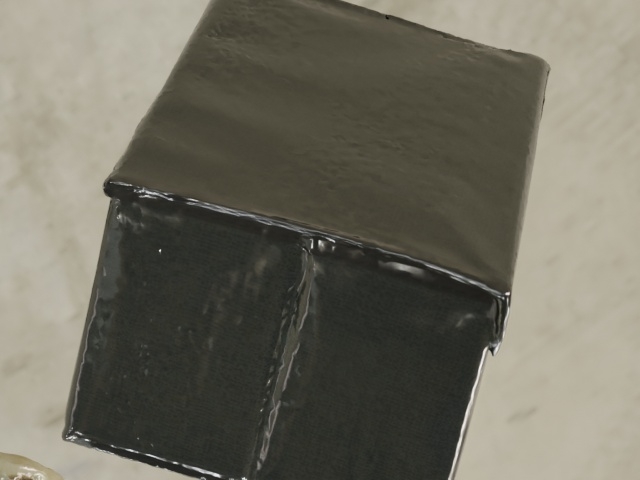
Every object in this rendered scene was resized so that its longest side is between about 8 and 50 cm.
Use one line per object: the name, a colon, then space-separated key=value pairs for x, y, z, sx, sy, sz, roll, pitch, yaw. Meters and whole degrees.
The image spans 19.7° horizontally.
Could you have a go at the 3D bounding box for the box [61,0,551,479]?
box: x=0.000 y=-0.001 z=1.229 sx=0.345 sy=0.251 sz=0.204 roll=-69 pitch=174 yaw=-59

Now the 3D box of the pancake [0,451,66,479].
pancake: x=-0.341 y=0.248 z=1.592 sx=0.282 sy=0.049 sz=0.282 roll=-8 pitch=151 yaw=-4
